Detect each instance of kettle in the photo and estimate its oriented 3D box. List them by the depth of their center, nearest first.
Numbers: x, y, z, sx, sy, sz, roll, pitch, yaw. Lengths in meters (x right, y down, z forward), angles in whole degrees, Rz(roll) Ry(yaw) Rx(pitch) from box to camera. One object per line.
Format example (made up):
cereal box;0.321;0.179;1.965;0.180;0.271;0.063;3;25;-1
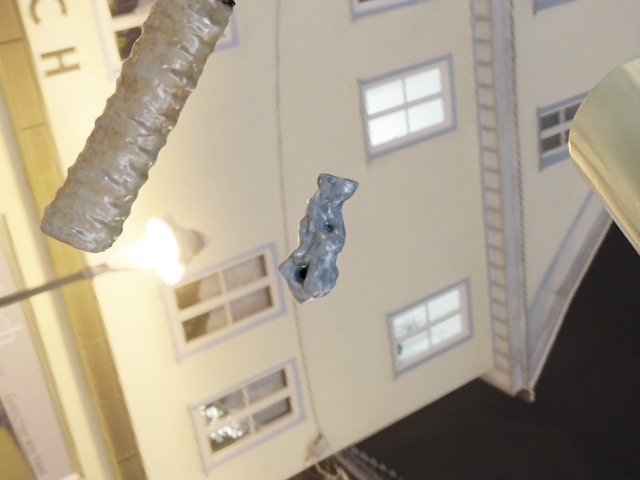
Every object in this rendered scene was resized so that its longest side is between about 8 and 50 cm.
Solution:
kettle;0.445;-0.071;0.946;0.265;0.205;0.318;-46;-149;25

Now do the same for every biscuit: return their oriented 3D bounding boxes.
biscuit;-0.134;-0.094;0.638;0.219;0.061;0.055;-63;-153;6

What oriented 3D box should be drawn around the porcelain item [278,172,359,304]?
porcelain item;0.000;0.000;0.542;0.036;0.028;0.083;16;-95;24
